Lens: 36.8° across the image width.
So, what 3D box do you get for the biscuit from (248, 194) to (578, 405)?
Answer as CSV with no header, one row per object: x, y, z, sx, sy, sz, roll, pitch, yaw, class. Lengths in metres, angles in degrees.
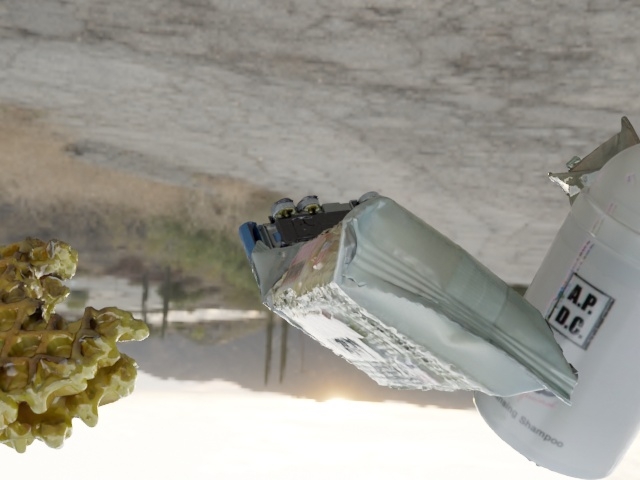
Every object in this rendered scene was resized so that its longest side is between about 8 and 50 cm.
0.051,0.050,0.695,0.186,0.079,0.309,38,165,-9,biscuit

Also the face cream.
0.268,0.012,0.806,0.145,0.369,0.145,19,-159,-7,face cream

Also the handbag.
0.471,-0.043,1.504,0.182,0.270,0.117,-38,149,28,handbag

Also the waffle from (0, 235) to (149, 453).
-0.401,0.132,1.299,0.261,0.151,0.324,-27,-140,-26,waffle

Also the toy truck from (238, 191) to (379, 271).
0.000,0.000,2.172,0.367,0.146,0.175,-7,145,-22,toy truck
